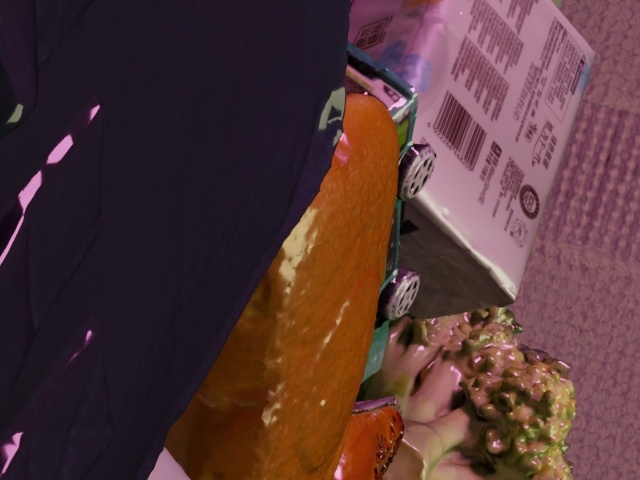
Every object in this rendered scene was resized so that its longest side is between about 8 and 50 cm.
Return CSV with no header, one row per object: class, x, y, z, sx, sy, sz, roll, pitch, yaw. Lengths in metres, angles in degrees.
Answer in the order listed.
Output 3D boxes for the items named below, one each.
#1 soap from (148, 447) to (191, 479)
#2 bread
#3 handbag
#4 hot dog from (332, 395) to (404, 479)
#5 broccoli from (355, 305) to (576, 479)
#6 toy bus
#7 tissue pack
soap,-0.153,0.202,0.747,0.302,0.258,0.159,-29,-165,27
bread,-0.038,0.043,0.920,0.174,0.121,0.246,-58,163,-64
handbag,-0.073,-0.071,0.520,0.329,0.122,0.303,-65,168,-48
hot dog,0.009,0.149,1.166,0.108,0.059,0.191,-67,169,13
broccoli,0.064,0.158,1.378,0.263,0.247,0.243,69,15,3
toy bus,0.000,0.000,1.137,0.109,0.091,0.262,-42,153,-30
tissue pack,0.066,-0.078,1.299,0.159,0.145,0.229,44,50,-29
